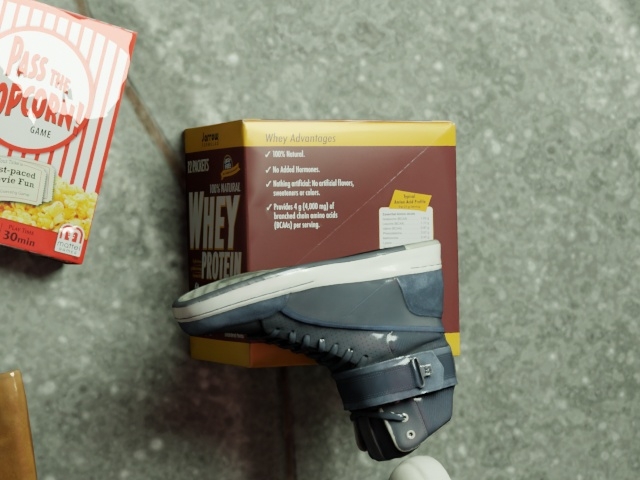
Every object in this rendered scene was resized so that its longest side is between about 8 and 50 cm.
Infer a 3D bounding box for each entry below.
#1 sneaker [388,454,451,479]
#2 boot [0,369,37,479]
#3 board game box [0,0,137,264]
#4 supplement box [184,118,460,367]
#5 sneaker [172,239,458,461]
[{"bbox_3d":[0.051,0.325,1.523,0.123,0.106,0.290,5,89,-27],"label":"sneaker"},{"bbox_3d":[-0.316,0.259,1.357,0.264,0.096,0.280,-18,87,3],"label":"boot"},{"bbox_3d":[-0.239,-0.091,1.426,0.147,0.045,0.193,15,83,-24],"label":"board game box"},{"bbox_3d":[0.000,0.000,1.489,0.191,0.129,0.194,-1,91,-25],"label":"supplement box"},{"bbox_3d":[0.004,0.094,1.372,0.226,0.086,0.163,-8,91,-26],"label":"sneaker"}]
